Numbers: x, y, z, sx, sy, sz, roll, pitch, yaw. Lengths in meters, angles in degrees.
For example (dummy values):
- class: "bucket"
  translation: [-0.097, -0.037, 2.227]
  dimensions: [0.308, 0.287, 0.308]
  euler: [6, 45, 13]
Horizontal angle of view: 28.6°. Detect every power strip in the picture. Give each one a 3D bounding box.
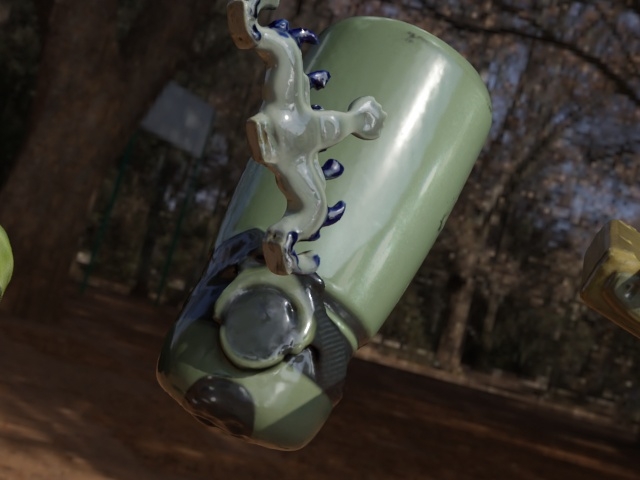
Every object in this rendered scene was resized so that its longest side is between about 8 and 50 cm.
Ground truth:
- class: "power strip"
  translation: [0.203, 0.024, 0.808]
  dimensions: [0.064, 0.044, 0.305]
  euler: [34, 11, 8]

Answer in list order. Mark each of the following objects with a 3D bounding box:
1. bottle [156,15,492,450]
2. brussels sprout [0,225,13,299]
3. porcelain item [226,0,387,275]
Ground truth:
- class: "bottle"
  translation: [0.000, 0.000, 0.971]
  dimensions: [0.168, 0.347, 0.168]
  euler: [23, -23, 11]
- class: "brussels sprout"
  translation: [-0.492, 0.026, 1.323]
  dimensions: [0.328, 0.247, 0.328]
  euler: [33, 7, -5]
- class: "porcelain item"
  translation: [0.000, -0.054, 0.598]
  dimensions: [0.075, 0.136, 0.021]
  euler: [-14, 11, -31]
